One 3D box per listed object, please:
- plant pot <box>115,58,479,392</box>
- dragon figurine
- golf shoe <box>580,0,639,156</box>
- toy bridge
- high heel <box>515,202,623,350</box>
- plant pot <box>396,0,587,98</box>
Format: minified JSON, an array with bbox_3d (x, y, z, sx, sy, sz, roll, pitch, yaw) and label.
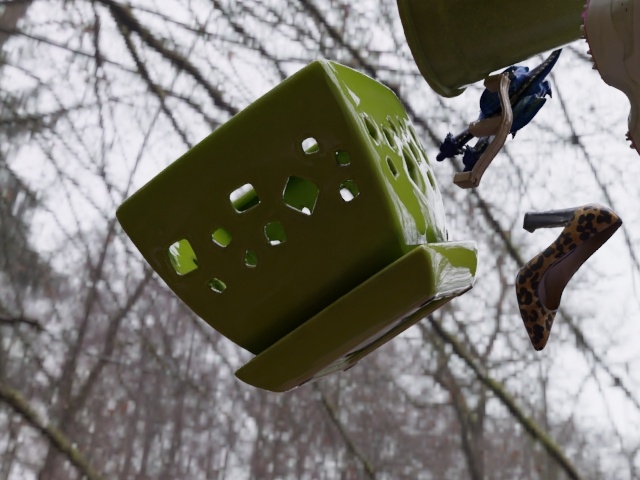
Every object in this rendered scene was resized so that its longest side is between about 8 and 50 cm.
[{"bbox_3d":[0.000,0.000,1.005,0.227,0.207,0.228,-35,-10,16],"label":"plant pot"},{"bbox_3d":[0.297,-0.217,1.776,0.085,0.144,0.289,43,-67,4],"label":"dragon figurine"},{"bbox_3d":[0.421,-0.175,1.358,0.140,0.115,0.306,-13,-54,35],"label":"golf shoe"},{"bbox_3d":[0.244,-0.163,1.656,0.026,0.188,0.063,34,-25,-34],"label":"toy bridge"},{"bbox_3d":[0.444,0.065,2.036,0.186,0.261,0.093,-4,-10,40],"label":"high heel"},{"bbox_3d":[0.272,-0.356,1.595,0.254,0.276,0.276,-9,-39,28],"label":"plant pot"}]
